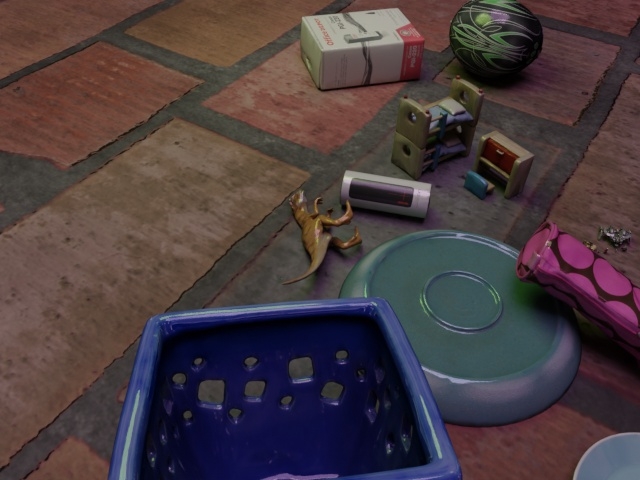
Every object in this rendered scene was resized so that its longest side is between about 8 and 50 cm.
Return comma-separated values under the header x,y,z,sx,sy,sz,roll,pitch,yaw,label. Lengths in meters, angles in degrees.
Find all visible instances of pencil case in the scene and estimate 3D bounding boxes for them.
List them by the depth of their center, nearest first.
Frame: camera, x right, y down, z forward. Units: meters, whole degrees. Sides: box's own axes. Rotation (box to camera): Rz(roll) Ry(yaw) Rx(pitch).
x,y,z,sx,sy,sz,roll,pitch,yaw,label
0.336,0.068,0.743,0.209,0.095,0.098,36,39,7,pencil case

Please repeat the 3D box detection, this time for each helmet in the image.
x,y,z,sx,sy,sz,roll,pitch,yaw,label
0.346,-0.407,1.233,0.161,0.169,0.169,-10,43,-36,helmet

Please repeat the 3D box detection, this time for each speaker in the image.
x,y,z,sx,sy,sz,roll,pitch,yaw,label
0.101,-0.071,0.949,0.136,0.055,0.055,11,44,8,speaker

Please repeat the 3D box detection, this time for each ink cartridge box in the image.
x,y,z,sx,sy,sz,roll,pitch,yaw,label
0.081,-0.394,1.258,0.218,0.092,0.158,-11,45,-11,ink cartridge box

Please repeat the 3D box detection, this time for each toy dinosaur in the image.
x,y,z,sx,sy,sz,roll,pitch,yaw,label
0.000,0.000,0.879,0.112,0.064,0.211,-18,35,5,toy dinosaur

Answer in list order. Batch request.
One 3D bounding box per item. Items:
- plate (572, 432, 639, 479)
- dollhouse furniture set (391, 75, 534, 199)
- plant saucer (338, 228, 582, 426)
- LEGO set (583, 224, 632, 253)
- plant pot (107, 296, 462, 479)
x,y,z,sx,sy,sz,roll,pitch,yaw,label
0.345,0.282,0.615,0.188,0.024,0.188,1,43,-1,plate
0.228,-0.154,0.987,0.129,0.129,0.184,-26,51,-26,dollhouse furniture set
0.180,0.087,0.798,0.317,0.043,0.317,1,43,-1,plant saucer
0.433,-0.004,0.916,0.083,0.023,0.054,-33,54,-31,LEGO set
-0.032,0.200,0.523,0.236,0.212,0.236,-4,28,-7,plant pot
